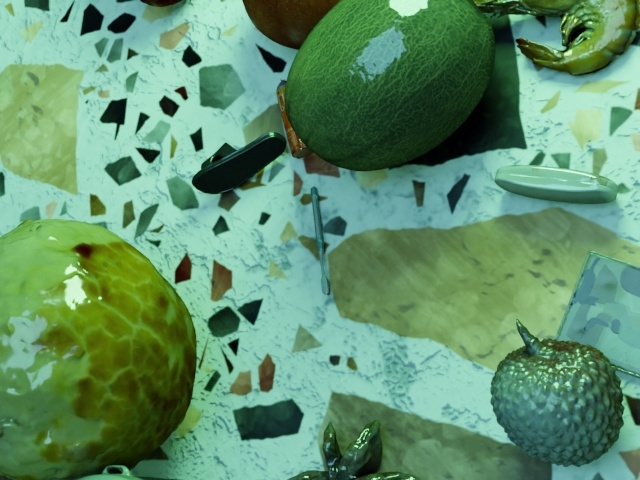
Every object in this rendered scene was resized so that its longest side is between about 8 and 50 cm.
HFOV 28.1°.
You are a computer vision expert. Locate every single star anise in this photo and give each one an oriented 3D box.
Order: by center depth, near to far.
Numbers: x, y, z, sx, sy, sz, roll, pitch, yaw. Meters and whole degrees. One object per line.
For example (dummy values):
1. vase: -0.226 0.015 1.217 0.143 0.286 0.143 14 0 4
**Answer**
1. star anise: 0.036 0.351 1.710 0.212 0.073 0.197 -51 59 8

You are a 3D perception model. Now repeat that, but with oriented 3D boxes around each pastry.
1. pastry: -0.338 0.157 1.778 0.312 0.388 0.389 -8 72 8

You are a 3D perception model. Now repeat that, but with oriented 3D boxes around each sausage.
1. sausage: -0.042 -0.186 1.912 0.034 0.034 0.130 -23 68 18

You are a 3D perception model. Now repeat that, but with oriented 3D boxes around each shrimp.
1. shrimp: 0.315 -0.308 1.762 0.248 0.068 0.150 12 87 22

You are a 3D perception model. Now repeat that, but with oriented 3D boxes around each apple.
1. apple: -0.008 -0.392 1.873 0.210 0.173 0.235 41 94 28

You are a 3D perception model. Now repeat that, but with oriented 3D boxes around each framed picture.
1. framed picture: 0.411 0.105 1.633 0.200 0.010 0.136 20 85 29

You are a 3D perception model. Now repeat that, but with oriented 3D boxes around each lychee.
1. lychee: 0.289 0.187 1.581 0.165 0.165 0.197 -14 104 22

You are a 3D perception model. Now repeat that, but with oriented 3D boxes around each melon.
1. melon: 0.092 -0.226 1.747 0.301 0.237 0.237 -40 63 16

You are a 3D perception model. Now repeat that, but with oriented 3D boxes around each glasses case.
1. glasses case: 0.312 -0.074 1.698 0.164 0.063 0.041 8 82 27

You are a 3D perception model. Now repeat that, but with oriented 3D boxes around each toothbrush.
1. toothbrush: 0.000 0.000 1.855 0.011 0.014 0.167 -16 68 22

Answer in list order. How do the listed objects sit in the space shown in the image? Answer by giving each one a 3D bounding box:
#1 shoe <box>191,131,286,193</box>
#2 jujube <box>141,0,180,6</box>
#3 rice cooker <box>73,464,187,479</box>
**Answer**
1. shoe: -0.122 -0.125 1.923 0.159 0.062 0.053 -28 48 19
2. jujube: -0.267 -0.488 2.037 0.155 0.155 0.230 -25 76 18
3. rice cooker: -0.244 0.453 1.698 0.288 0.277 0.289 -5 77 23
